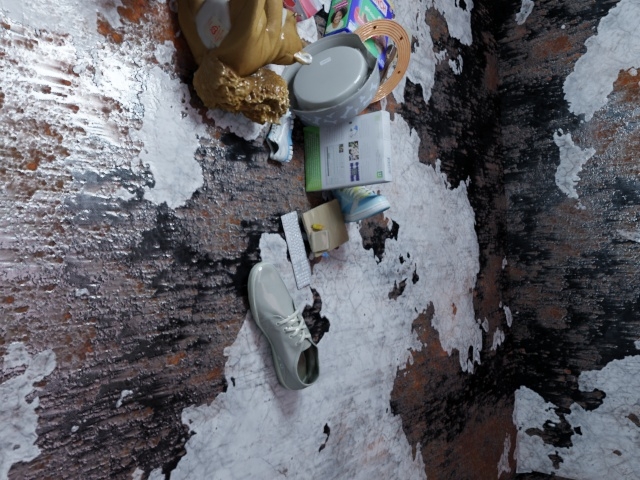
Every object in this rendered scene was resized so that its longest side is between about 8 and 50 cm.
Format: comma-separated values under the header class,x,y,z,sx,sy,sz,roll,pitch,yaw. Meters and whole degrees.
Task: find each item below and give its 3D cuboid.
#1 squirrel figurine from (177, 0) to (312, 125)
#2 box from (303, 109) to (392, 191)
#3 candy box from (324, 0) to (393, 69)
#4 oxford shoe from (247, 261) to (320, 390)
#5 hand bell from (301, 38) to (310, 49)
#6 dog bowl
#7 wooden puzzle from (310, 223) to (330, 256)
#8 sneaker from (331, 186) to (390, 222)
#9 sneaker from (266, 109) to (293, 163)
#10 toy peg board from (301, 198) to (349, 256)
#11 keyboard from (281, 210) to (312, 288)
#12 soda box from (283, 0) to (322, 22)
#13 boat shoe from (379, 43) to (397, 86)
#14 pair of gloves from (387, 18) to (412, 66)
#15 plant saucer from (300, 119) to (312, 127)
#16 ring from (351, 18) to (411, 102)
class,x,y,z,sx,sy,sz,roll,pitch,yaw
squirrel figurine,-0.197,-0.542,1.564,0.370,0.281,0.397,-14,112,-61
box,0.087,-0.293,1.798,0.058,0.322,0.232,1,87,-56
candy box,0.160,-0.868,2.096,0.268,0.122,0.317,30,64,-47
oxford shoe,-0.102,0.271,1.670,0.169,0.130,0.449,-32,111,-46
hand bell,0.003,-0.622,1.919,0.242,0.126,0.126,46,52,-23
dog bowl,0.036,-0.523,1.755,0.102,0.349,0.348,53,48,-51
wooden puzzle,0.000,0.000,1.825,0.079,0.014,0.116,-2,94,-33
sneaker,0.117,-0.174,1.870,0.127,0.319,0.208,-21,96,-24
sneaker,-0.137,-0.348,1.726,0.083,0.071,0.190,-3,89,-46
toy peg board,0.000,-0.046,1.879,0.161,0.079,0.161,-27,108,-33
keyboard,-0.080,0.032,1.806,0.072,0.014,0.256,-26,107,-49
soda box,-0.102,-0.874,1.783,0.083,0.092,0.263,-48,124,-24
boat shoe,0.260,-0.747,2.236,0.073,0.073,0.207,33,70,-29
pair of gloves,0.324,-0.877,2.367,0.240,0.042,0.204,12,83,-45
plant saucer,-0.035,-0.462,1.898,0.119,0.021,0.119,5,84,-51
ring,0.199,-0.685,2.049,0.337,0.032,0.336,-18,136,-19
